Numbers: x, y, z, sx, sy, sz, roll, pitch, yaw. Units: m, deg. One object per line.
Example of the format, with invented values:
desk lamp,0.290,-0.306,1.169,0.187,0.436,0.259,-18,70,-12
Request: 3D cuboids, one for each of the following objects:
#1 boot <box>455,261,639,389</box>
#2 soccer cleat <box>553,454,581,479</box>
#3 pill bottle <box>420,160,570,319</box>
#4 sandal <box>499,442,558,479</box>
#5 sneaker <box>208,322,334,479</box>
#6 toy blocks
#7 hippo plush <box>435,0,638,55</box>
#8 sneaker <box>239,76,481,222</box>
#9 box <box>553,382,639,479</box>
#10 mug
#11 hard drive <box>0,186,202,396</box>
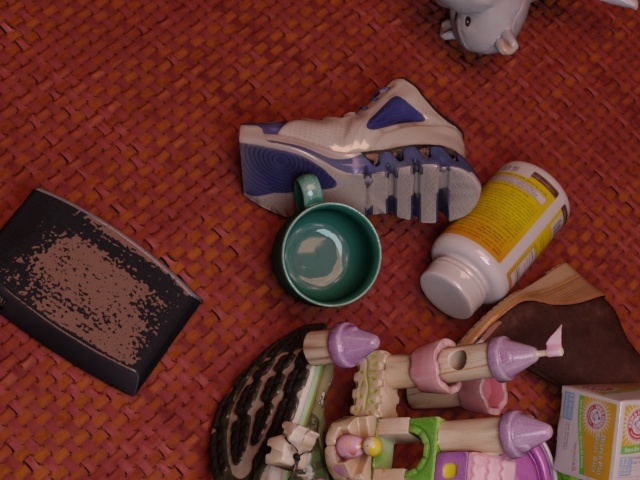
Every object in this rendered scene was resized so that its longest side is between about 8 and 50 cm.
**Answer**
boot,0.306,0.158,1.697,0.248,0.090,0.207,-31,78,-27
soccer cleat,0.345,0.350,1.654,0.072,0.060,0.178,-7,69,-23
pill bottle,0.227,0.002,1.721,0.117,0.117,0.215,42,64,3
sandal,0.251,0.421,1.573,0.169,0.102,0.416,-8,74,-16
sneaker,-0.032,0.299,1.552,0.182,0.158,0.410,33,58,-36
toy blocks,0.137,0.235,1.462,0.309,0.260,0.288,32,58,-45
hippo plush,0.249,-0.384,1.861,0.236,0.234,0.294,-46,129,-8
sneaker,0.054,-0.124,1.729,0.316,0.127,0.182,6,44,2
box,0.404,0.241,1.635,0.203,0.103,0.114,2,94,-33
mug,0.007,0.007,1.655,0.130,0.097,0.157,18,83,-11
hard drive,-0.286,0.054,1.592,0.255,0.054,0.172,35,64,-1
